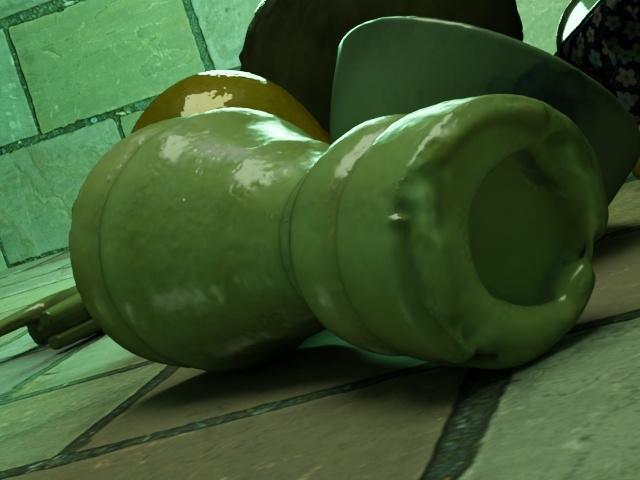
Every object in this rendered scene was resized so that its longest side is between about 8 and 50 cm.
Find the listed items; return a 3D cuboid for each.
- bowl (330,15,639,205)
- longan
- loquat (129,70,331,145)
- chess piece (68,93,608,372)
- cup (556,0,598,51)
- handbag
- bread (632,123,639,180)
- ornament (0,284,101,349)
[{"bbox_3d":[0.125,-0.060,1.198,0.289,0.146,0.289,20,-16,6],"label":"bowl"},{"bbox_3d":[0.095,-0.238,1.951,0.436,0.404,0.404,-21,3,43],"label":"longan"},{"bbox_3d":[-0.093,-0.063,1.585,0.275,0.275,0.275,-18,6,2],"label":"loquat"},{"bbox_3d":[0.000,0.000,1.017,0.234,0.234,0.442,-22,12,-31],"label":"chess piece"},{"bbox_3d":[0.424,-0.228,1.780,0.203,0.203,0.288,-17,22,11],"label":"cup"},{"bbox_3d":[0.379,-0.188,1.532,0.127,0.208,0.228,-35,-6,-23],"label":"handbag"},{"bbox_3d":[0.408,-0.106,1.367,0.092,0.074,0.239,-27,9,-29],"label":"bread"},{"bbox_3d":[-0.328,0.093,1.799,0.230,0.061,0.245,-16,7,40],"label":"ornament"}]
